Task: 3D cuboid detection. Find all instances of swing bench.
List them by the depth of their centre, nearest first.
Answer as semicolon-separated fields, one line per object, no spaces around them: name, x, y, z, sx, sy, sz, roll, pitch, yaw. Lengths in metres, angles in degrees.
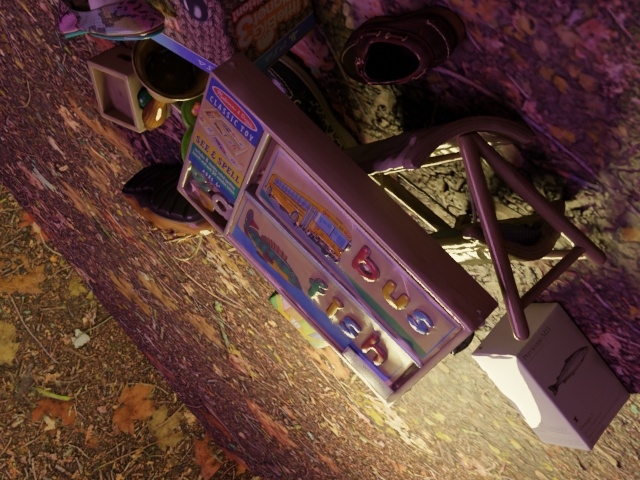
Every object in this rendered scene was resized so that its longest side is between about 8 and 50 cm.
swing bench;0.152;-0.030;1.170;0.254;0.165;0.253;56;157;-14

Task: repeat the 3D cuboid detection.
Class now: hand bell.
hand bell;-0.247;-0.227;1.537;0.126;0.126;0.242;45;155;0

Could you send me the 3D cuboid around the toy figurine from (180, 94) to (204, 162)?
toy figurine;-0.134;-0.182;1.507;0.159;0.130;0.173;-36;74;55

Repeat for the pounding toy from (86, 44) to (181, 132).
pounding toy;-0.305;-0.254;1.680;0.141;0.100;0.130;25;137;36

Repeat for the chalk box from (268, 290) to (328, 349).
chalk box;0.024;0.081;1.628;0.132;0.132;0.213;46;157;-3

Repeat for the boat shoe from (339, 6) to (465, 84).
boat shoe;0.073;-0.209;1.098;0.073;0.073;0.207;50;159;-16

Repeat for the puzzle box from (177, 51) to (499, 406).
puzzle box;0.000;0.000;1.171;0.409;0.052;0.272;45;149;9

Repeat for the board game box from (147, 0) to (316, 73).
board game box;-0.150;-0.358;1.128;0.232;0.141;0.291;33;156;27

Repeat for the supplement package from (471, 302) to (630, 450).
supplement package;0.313;0.183;1.336;0.179;0.105;0.105;49;158;-14

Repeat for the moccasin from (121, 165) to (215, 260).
moccasin;-0.271;-0.055;1.893;0.147;0.139;0.380;53;157;-23

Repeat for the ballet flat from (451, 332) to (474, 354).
ballet flat;0.178;0.103;1.505;0.173;0.049;0.057;51;157;-16

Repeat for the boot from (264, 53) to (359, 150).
boot;-0.064;-0.134;1.329;0.236;0.178;0.085;50;158;-15

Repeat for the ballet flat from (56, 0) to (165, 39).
ballet flat;-0.266;-0.285;1.189;0.221;0.077;0.079;17;126;51
